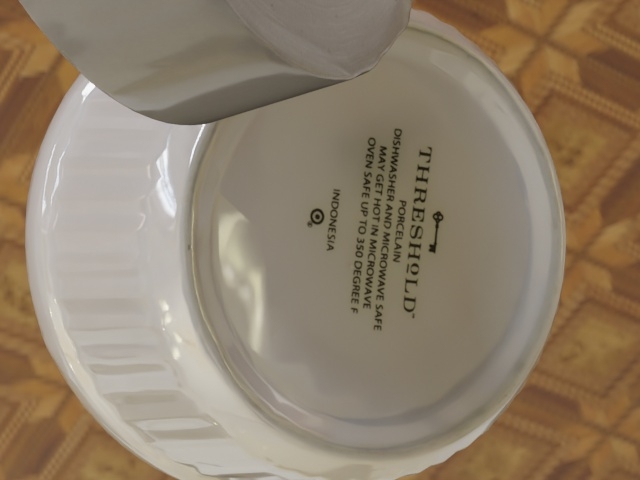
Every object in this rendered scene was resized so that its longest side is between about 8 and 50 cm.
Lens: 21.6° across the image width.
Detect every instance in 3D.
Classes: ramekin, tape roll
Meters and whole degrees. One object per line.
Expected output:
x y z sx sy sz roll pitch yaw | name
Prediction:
0.000 0.000 0.838 0.273 0.127 0.273 1 88 -28 | ramekin
-0.045 -0.157 0.627 0.072 0.219 0.219 -15 133 29 | tape roll
